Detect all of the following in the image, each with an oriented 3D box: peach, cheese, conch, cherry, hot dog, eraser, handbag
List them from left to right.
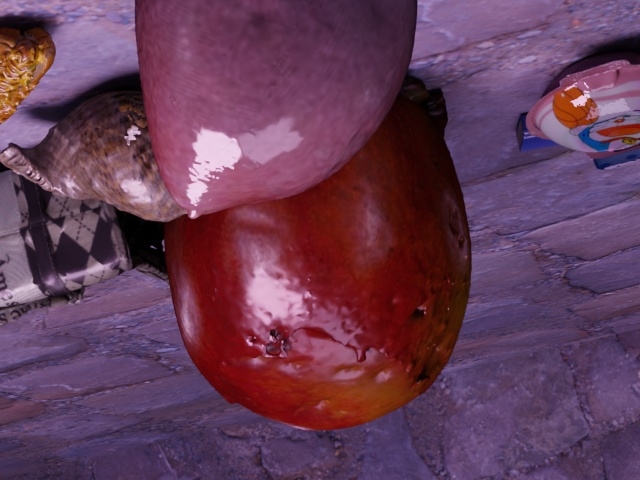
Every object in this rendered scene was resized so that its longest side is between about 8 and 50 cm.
[{"bbox_3d":[-0.370,0.036,1.646,0.416,0.180,0.317,-15,172,9],"label":"handbag"},{"bbox_3d":[-0.277,-0.139,1.280,0.071,0.045,0.165,1,162,-32],"label":"hot dog"},{"bbox_3d":[-0.194,-0.075,1.413,0.207,0.130,0.155,-6,172,3],"label":"conch"},{"bbox_3d":[-0.028,-0.140,1.086,0.206,0.239,0.239,-8,165,1],"label":"cherry"},{"bbox_3d":[0.000,0.000,1.595,0.339,0.353,0.417,-16,124,-6],"label":"peach"},{"bbox_3d":[0.269,-0.130,1.721,0.084,0.027,0.063,-10,163,-1],"label":"eraser"},{"bbox_3d":[0.321,-0.134,1.623,0.189,0.074,0.286,-14,159,15],"label":"cheese"}]
